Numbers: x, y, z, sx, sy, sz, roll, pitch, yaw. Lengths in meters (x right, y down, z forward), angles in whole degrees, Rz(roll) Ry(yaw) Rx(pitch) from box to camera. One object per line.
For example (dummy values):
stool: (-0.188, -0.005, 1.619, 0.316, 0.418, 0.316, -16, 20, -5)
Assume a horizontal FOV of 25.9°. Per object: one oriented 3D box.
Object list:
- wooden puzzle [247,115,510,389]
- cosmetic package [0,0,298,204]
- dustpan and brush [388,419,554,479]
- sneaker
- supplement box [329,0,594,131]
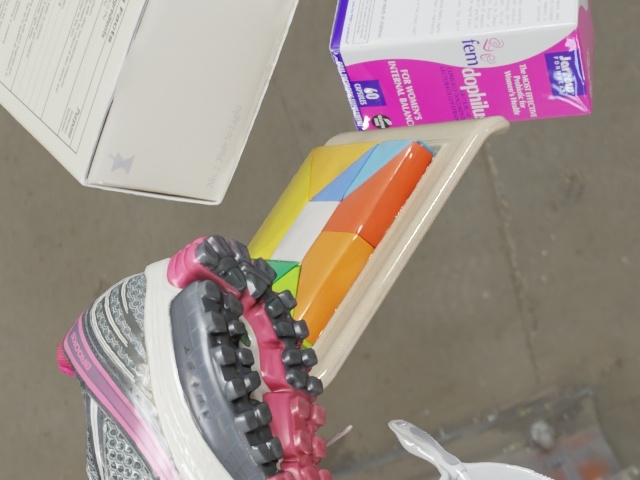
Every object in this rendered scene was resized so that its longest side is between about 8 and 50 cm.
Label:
wooden puzzle: (0.000, 0.000, 0.964, 0.044, 0.221, 0.238, 44, 73, -20)
cosmetic package: (-0.162, -0.163, 0.980, 0.113, 0.309, 0.160, 9, 112, -41)
dustpan and brush: (0.128, 0.211, 1.144, 0.147, 0.211, 0.060, -17, 118, -36)
sneaker: (-0.043, 0.152, 0.667, 0.112, 0.299, 0.121, -26, 155, 24)
supplement box: (0.132, -0.179, 1.263, 0.220, 0.114, 0.111, -5, 137, 17)
